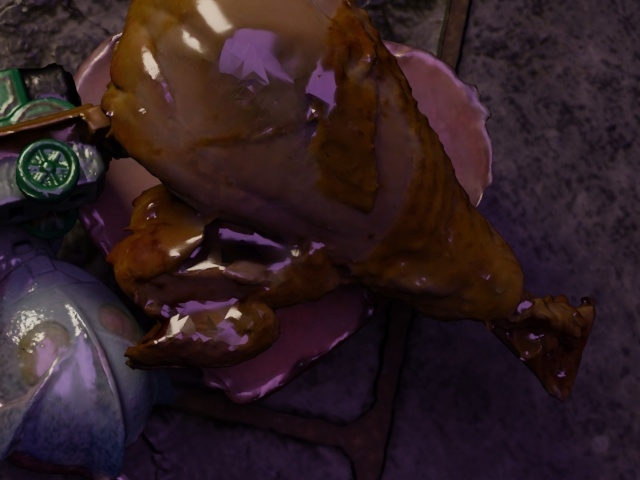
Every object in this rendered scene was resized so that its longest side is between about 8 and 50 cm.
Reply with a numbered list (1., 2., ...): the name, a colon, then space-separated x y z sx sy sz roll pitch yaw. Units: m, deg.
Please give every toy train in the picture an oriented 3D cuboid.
1. toy train: -0.239 -0.062 1.256 0.227 0.091 0.136 -18 74 -13

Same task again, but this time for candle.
1. candle: -0.036 -0.018 1.379 0.317 0.131 0.287 3 81 -2

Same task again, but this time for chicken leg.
1. chicken leg: 0.000 0.000 1.258 0.409 0.182 0.295 37 92 -14

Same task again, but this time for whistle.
1. whistle: -0.216 0.041 1.329 0.142 0.134 0.346 -25 72 -14
